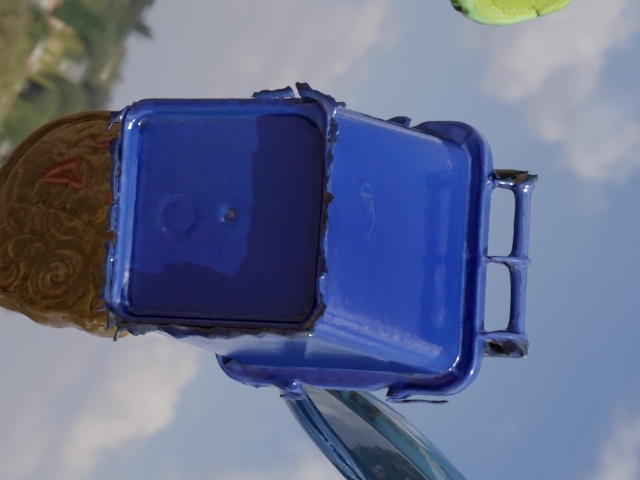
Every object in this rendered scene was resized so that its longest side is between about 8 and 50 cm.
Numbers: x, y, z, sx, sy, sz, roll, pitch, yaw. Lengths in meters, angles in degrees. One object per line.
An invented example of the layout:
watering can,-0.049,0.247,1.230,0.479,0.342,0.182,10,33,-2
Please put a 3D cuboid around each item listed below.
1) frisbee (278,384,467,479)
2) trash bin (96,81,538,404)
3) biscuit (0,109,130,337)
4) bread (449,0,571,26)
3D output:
frisbee,0.074,0.194,1.596,0.049,0.289,0.289,-45,-176,-15
trash bin,0.000,0.000,0.961,0.234,0.184,0.162,19,73,-69
biscuit,-0.236,-0.027,1.887,0.257,0.273,0.049,-52,144,-22
bread,0.182,-0.263,1.742,0.139,0.130,0.071,-29,-133,3
